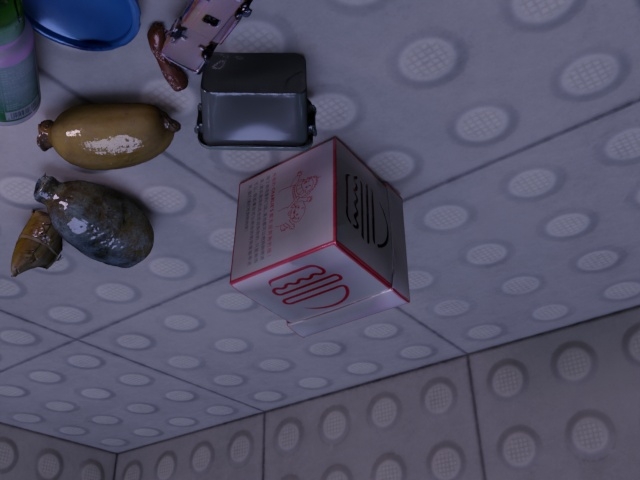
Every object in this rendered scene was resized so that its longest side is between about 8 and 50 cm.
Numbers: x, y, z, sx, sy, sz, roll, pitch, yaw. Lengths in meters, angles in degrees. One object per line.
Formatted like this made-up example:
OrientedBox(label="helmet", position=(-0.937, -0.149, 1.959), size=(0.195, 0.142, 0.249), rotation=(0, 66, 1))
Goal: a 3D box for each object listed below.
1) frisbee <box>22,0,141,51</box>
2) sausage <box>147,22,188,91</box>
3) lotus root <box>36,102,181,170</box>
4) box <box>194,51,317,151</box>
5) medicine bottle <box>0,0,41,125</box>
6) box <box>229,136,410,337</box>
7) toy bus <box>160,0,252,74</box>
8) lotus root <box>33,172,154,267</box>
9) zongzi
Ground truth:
OrientedBox(label="frisbee", position=(-0.428, -0.421, 1.228), size=(0.242, 0.045, 0.242), rotation=(7, 154, 3))
OrientedBox(label="sausage", position=(-0.295, -0.349, 1.363), size=(0.036, 0.042, 0.158), rotation=(28, 156, 26))
OrientedBox(label="lotus root", position=(-0.444, -0.214, 1.478), size=(0.303, 0.131, 0.146), rotation=(-4, 146, 4))
OrientedBox(label="box", position=(-0.126, -0.274, 1.385), size=(0.243, 0.163, 0.135), rotation=(2, 139, -2))
OrientedBox(label="medicine bottle", position=(-0.574, -0.327, 1.262), size=(0.133, 0.134, 0.274), rotation=(8, 155, -15))
OrientedBox(label="box", position=(0.000, 0.000, 1.670), size=(0.312, 0.314, 0.300), rotation=(-22, 139, 30))
OrientedBox(label="toy bus", position=(-0.175, -0.396, 1.189), size=(0.090, 0.112, 0.274), rotation=(27, 147, -24))
OrientedBox(label="lotus root", position=(-0.538, -0.041, 1.725), size=(0.175, 0.175, 0.349), rotation=(-20, 144, 27))
OrientedBox(label="zongzi", position=(-0.737, 0.045, 1.821), size=(0.099, 0.197, 0.194), rotation=(20, 148, -5))
